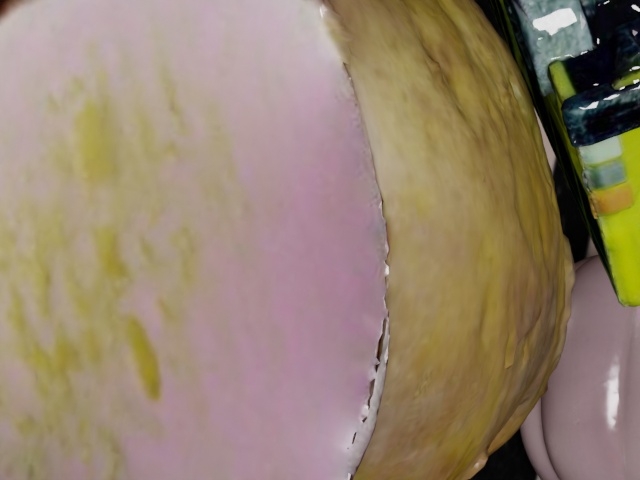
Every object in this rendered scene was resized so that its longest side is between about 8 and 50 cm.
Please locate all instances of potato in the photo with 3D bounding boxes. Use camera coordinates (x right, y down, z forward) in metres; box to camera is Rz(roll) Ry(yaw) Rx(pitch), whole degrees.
[{"bbox_3d":[0.000,0.000,0.686,0.266,0.229,0.229,-7,106,-57],"label":"potato"}]

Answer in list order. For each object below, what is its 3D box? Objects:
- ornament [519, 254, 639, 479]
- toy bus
[{"bbox_3d":[0.189,0.067,0.983,0.177,0.177,0.177,-21,117,-49],"label":"ornament"},{"bbox_3d":[0.125,-0.114,0.771,0.150,0.128,0.262,67,5,-46],"label":"toy bus"}]
